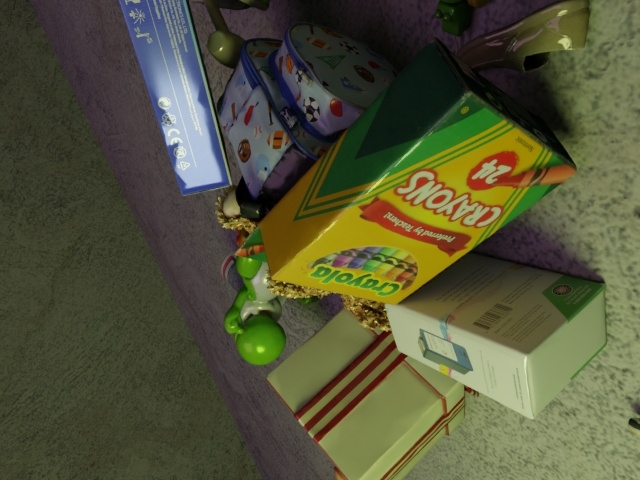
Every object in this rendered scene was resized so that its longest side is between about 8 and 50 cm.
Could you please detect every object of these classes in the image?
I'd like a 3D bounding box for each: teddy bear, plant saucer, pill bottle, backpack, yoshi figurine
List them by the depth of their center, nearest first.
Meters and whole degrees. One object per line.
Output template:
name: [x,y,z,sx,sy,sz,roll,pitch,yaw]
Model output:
backpack: [-0.006,-0.158,0.675,0.263,0.276,0.213,52,123,33]
teddy bear: [0.000,0.000,0.789,0.338,0.245,0.113,23,136,-16]
plant saucer: [0.050,0.408,0.844,0.083,0.013,0.083,47,167,14]
yoshi figurine: [-0.117,0.131,1.129,0.203,0.203,0.362,20,124,9]
pill bottle: [-0.171,0.107,1.342,0.180,0.108,0.108,39,145,38]

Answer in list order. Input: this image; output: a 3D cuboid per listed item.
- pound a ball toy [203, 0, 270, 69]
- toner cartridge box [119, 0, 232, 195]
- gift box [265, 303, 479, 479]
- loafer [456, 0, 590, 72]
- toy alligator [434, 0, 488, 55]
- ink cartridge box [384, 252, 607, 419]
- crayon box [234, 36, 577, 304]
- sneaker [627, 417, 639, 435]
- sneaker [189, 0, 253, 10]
pound a ball toy: [-0.139,-0.422,0.679,0.208,0.135,0.319,-31,86,24]
toner cartridge box: [-0.194,-0.251,0.668,0.165,0.075,0.348,-111,10,-53]
gift box: [0.093,0.259,0.885,0.255,0.258,0.276,43,167,29]
loafer: [0.194,-0.189,0.508,0.148,0.056,0.050,-7,102,61]
toy alligator: [0.142,-0.258,0.540,0.056,0.051,0.190,42,146,34]
ink cartridge box: [0.210,0.099,0.635,0.212,0.154,0.093,19,132,52]
crayon box: [0.079,-0.029,0.551,0.318,0.202,0.081,-43,49,33]
sneaker: [0.385,0.201,0.571,0.083,0.031,0.037,-17,86,57]
sneaker: [-0.116,-0.419,0.813,0.234,0.106,0.078,3,98,32]
